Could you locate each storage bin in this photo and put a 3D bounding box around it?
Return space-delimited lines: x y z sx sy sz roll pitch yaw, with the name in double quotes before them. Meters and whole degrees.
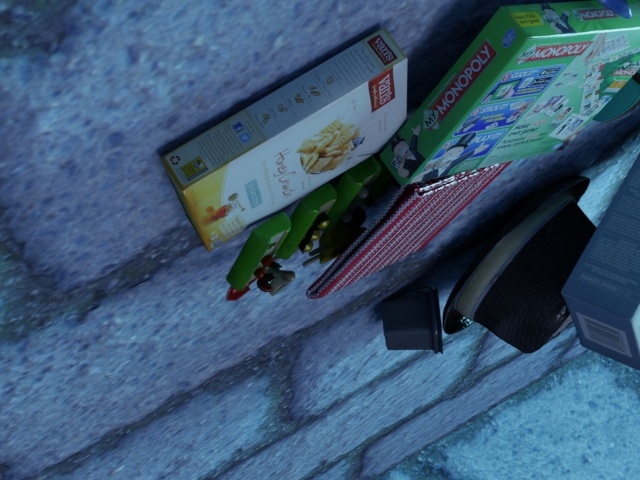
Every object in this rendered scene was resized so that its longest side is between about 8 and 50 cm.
"storage bin" 0.144 0.124 1.862 0.091 0.098 0.135 -5 160 3

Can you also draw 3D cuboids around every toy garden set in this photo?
"toy garden set" 0.000 0.000 1.323 0.244 0.049 0.204 -33 167 -33

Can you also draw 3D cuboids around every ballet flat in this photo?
"ballet flat" 0.398 -0.218 1.478 0.070 0.070 0.188 -21 160 -31

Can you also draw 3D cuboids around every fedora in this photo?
"fedora" 0.341 0.062 1.834 0.334 0.152 0.334 -39 160 -17

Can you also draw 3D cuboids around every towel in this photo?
"towel" 0.110 -0.026 1.394 0.199 0.031 0.275 -47 166 31

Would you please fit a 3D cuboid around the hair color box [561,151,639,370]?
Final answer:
"hair color box" 0.499 -0.018 1.728 0.374 0.114 0.185 -57 147 -15

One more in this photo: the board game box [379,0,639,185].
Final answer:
"board game box" 0.229 -0.162 1.254 0.317 0.046 0.213 -14 151 -47

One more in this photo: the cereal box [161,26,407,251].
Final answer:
"cereal box" -0.026 -0.091 1.134 0.240 0.047 0.173 -31 162 -7

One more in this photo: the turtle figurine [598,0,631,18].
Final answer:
"turtle figurine" 0.418 -0.296 1.117 0.266 0.197 0.274 -23 162 -22
